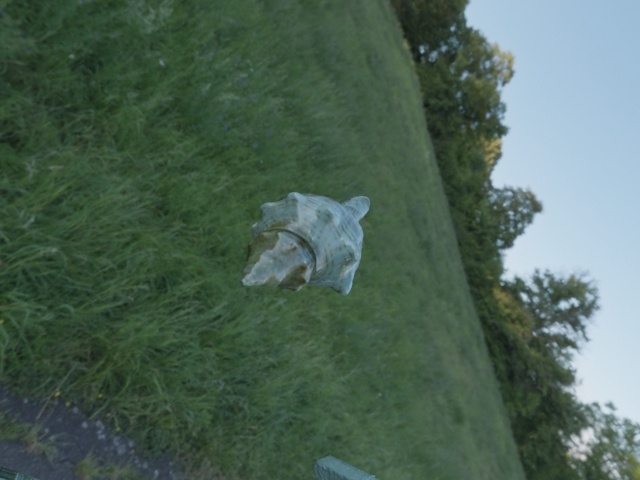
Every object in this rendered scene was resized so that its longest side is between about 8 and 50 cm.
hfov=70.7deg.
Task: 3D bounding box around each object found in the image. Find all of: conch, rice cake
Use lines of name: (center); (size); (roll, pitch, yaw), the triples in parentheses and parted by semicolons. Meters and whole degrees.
conch: (0.008, 0.000, 0.803); (0.170, 0.386, 0.203); (-1, -72, 52)
rice cake: (0.083, 0.415, 0.752); (0.045, 0.245, 0.042); (4, 86, -43)

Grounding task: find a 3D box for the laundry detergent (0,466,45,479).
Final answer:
laundry detergent: (-0.782, 0.547, 0.988); (0.398, 0.264, 0.124); (32, 61, -19)
